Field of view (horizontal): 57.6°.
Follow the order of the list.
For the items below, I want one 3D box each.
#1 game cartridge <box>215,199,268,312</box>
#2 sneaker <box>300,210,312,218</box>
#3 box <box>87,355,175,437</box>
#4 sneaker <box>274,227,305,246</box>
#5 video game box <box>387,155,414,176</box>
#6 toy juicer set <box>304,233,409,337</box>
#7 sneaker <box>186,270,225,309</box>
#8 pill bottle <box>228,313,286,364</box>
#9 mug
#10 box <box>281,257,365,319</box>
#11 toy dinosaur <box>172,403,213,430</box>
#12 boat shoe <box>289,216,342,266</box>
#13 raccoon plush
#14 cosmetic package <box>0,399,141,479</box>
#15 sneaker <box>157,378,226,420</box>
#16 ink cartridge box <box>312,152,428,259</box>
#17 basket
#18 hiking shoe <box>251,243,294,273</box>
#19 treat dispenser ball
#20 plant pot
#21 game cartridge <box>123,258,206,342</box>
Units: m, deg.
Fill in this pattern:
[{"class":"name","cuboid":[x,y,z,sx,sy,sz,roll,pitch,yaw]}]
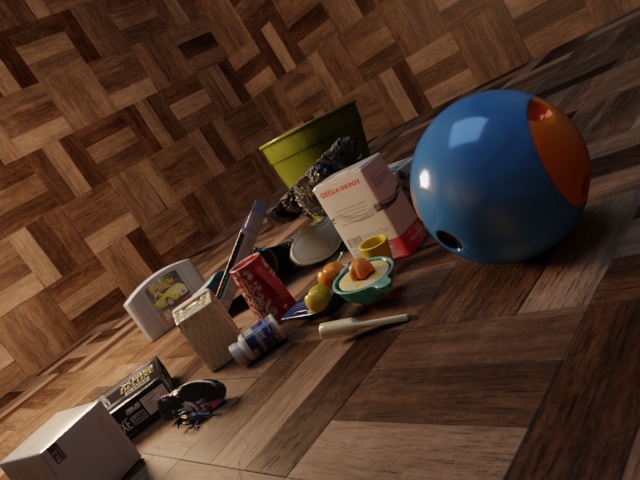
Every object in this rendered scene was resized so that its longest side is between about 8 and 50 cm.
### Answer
[{"class":"game cartridge","cuboid":[-0.253,0.057,1.814,0.230,0.068,0.355,-81,13,-79]},{"class":"sneaker","cuboid":[-0.001,-0.182,2.493,0.315,0.127,0.182,-31,13,42]},{"class":"box","cuboid":[-0.496,0.419,1.394,0.307,0.077,0.242,-36,12,-14]},{"class":"sneaker","cuboid":[-0.081,0.007,2.047,0.192,0.064,0.086,-28,8,8]},{"class":"video game box","cuboid":[0.262,-0.245,2.218,0.187,0.048,0.205,-35,12,-25]},{"class":"toy juicer set","cuboid":[0.056,0.091,1.186,0.209,0.090,0.329,-23,20,10]},{"class":"sneaker","cuboid":[-0.393,0.182,2.072,0.092,0.087,0.229,-27,11,35]},{"class":"pill bottle","cuboid":[-0.142,0.224,1.300,0.120,0.067,0.067,-34,12,-7]},{"class":"mug","cuboid":[-0.132,0.117,1.459,0.150,0.169,0.113,-26,13,31]},{"class":"box","cuboid":[0.019,0.123,1.369,0.136,0.037,0.225,-18,18,50]},{"class":"toy dinosaur","cuboid":[-0.252,0.345,1.167,0.082,0.047,0.090,-14,1,-3]},{"class":"boat shoe","cuboid":[0.000,0.000,1.797,0.319,0.116,0.099,-44,-3,-46]},{"class":"raccoon plush","cuboid":[0.072,-0.096,1.663,0.216,0.299,0.446,-49,6,-32]},{"class":"cosmetic package","cuboid":[-0.490,0.432,1.146,0.183,0.151,0.151,-23,15,36]},{"class":"sneaker","cuboid":[-0.264,0.321,1.230,0.178,0.072,0.077,-19,7,30]},{"class":"ink cartridge box","cuboid":[0.118,-0.068,1.398,0.172,0.237,0.100,-20,17,46]},{"class":"basket","cuboid":[-0.270,0.220,1.415,0.113,0.167,0.103,-33,16,-6]},{"class":"hiking shoe","cuboid":[-0.152,0.070,1.926,0.132,0.113,0.304,-13,5,-20]},{"class":"treat dispenser ball","cuboid":[0.294,-0.103,0.970,0.288,0.288,0.288,-31,12,7]},{"class":"plant pot","cuboid":[0.033,-0.242,2.006,0.366,0.353,0.366,-26,9,5]},{"class":"game cartridge","cuboid":[-0.554,0.205,2.123,0.294,0.196,0.060,-40,13,-30]}]
